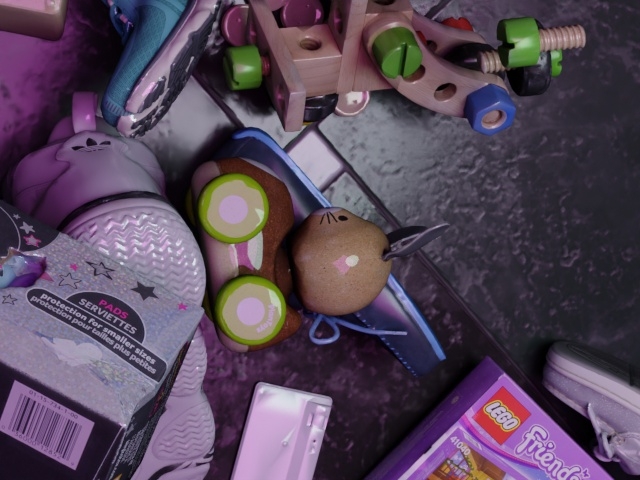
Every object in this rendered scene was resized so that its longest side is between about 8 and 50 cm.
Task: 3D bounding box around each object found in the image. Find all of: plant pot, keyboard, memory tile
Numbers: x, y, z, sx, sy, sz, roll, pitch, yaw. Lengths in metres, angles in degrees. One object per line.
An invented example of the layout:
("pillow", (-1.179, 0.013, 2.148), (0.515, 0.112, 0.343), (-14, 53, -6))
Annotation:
("plant pot", (-0.237, -0.216, 1.256), (0.109, 0.096, 0.109), (9, 94, -18))
("keyboard", (-0.055, 0.253, 1.420), (0.072, 0.014, 0.256), (14, 92, -13))
("memory tile", (-0.001, -0.182, 1.378), (0.148, 0.012, 0.113), (32, 87, -19))

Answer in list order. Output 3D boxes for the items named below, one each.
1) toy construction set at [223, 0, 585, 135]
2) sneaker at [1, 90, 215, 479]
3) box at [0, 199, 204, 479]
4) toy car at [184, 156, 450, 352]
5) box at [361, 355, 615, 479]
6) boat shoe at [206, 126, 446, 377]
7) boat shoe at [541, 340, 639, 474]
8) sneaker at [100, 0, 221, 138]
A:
("toy construction set", (0.033, -0.223, 1.279), (0.237, 0.257, 0.309), (-9, 73, -9))
("sneaker", (-0.170, 0.062, 1.299), (0.137, 0.210, 0.366), (-8, 134, -16))
("box", (-0.228, 0.075, 1.085), (0.247, 0.142, 0.163), (27, 126, 3))
("toy car", (0.000, 0.000, 1.249), (0.188, 0.155, 0.149), (-10, 94, -8))
("box", (0.181, 0.272, 1.458), (0.201, 0.057, 0.293), (-45, 108, 2))
("boat shoe", (-0.003, 0.022, 1.371), (0.089, 0.109, 0.258), (-42, 90, -1))
("boat shoe", (0.323, 0.206, 1.456), (0.320, 0.118, 0.103), (35, 99, -5))
("sneaker", (-0.132, -0.195, 1.254), (0.110, 0.107, 0.275), (18, 54, -11))
